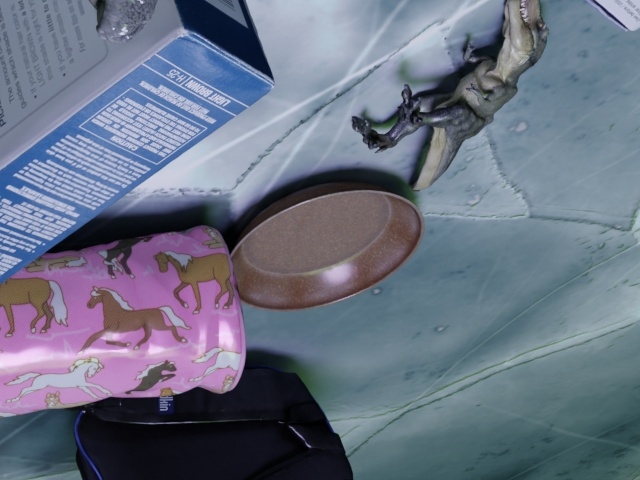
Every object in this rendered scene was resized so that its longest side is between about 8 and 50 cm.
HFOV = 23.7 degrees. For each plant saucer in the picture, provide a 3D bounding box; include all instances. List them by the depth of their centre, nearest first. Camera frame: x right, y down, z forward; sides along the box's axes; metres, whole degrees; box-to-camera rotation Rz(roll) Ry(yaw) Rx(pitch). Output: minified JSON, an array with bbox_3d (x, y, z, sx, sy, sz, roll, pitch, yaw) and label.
[{"bbox_3d":[0.000,0.000,1.449,0.199,0.036,0.198,-14,148,-9],"label":"plant saucer"}]

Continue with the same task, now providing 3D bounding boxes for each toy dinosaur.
[{"bbox_3d":[0.102,-0.106,1.317,0.118,0.064,0.268,-7,151,-31],"label":"toy dinosaur"}]

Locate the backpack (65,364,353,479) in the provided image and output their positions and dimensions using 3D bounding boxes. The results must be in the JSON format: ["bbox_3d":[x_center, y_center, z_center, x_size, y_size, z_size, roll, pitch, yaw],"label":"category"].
[{"bbox_3d":[-0.107,0.264,1.609,0.263,0.276,0.213,-18,155,-15],"label":"backpack"}]

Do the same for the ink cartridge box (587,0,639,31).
[{"bbox_3d":[0.224,-0.305,0.978,0.395,0.151,0.270,-36,145,23],"label":"ink cartridge box"}]

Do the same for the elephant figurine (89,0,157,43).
[{"bbox_3d":[-0.039,-0.236,0.856,0.169,0.239,0.186,11,138,-39],"label":"elephant figurine"}]

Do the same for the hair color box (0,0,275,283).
[{"bbox_3d":[-0.212,-0.094,1.052,0.347,0.174,0.105,-32,148,22],"label":"hair color box"}]

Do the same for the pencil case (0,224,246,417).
[{"bbox_3d":[-0.253,0.088,1.336,0.386,0.160,0.167,-10,-174,-16],"label":"pencil case"}]
